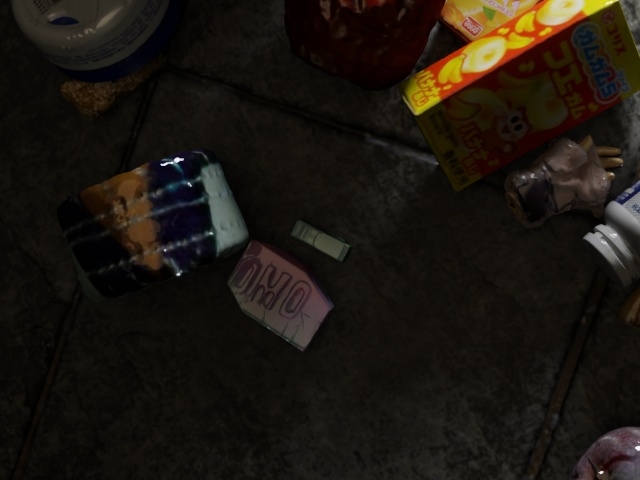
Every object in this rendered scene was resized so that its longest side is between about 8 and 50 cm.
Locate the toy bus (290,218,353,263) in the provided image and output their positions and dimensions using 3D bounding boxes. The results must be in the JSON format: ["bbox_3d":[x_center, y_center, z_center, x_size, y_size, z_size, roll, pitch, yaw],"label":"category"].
[{"bbox_3d":[0.000,0.000,1.492,0.083,0.037,0.031,28,93,9],"label":"toy bus"}]

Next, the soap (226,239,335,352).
[{"bbox_3d":[-0.056,0.066,1.492,0.149,0.056,0.100,33,92,8],"label":"soap"}]

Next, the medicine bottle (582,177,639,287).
[{"bbox_3d":[0.418,-0.031,1.382,0.191,0.107,0.107,-39,83,1],"label":"medicine bottle"}]

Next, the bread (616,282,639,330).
[{"bbox_3d":[0.436,0.086,1.412,0.135,0.054,0.154,-10,82,8],"label":"bread"}]

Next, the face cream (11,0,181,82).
[{"bbox_3d":[-0.294,-0.318,1.477,0.205,0.111,0.206,-6,69,16],"label":"face cream"}]

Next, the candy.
[{"bbox_3d":[0.249,-0.191,1.396,0.276,0.088,0.146,-28,126,6],"label":"candy"}]

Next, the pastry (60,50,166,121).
[{"bbox_3d":[-0.281,-0.225,1.533,0.140,0.056,0.080,-43,94,4],"label":"pastry"}]

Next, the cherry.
[{"bbox_3d":[0.386,0.309,1.376,0.176,0.140,0.176,-2,107,-7],"label":"cherry"}]

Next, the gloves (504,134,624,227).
[{"bbox_3d":[0.298,-0.074,1.417,0.144,0.094,0.111,-7,97,-12],"label":"gloves"}]

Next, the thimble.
[{"bbox_3d":[-0.205,-0.019,1.441,0.237,0.237,0.150,-20,90,8],"label":"thimble"}]

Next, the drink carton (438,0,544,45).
[{"bbox_3d":[0.254,-0.339,1.440,0.096,0.071,0.223,42,95,6],"label":"drink carton"}]

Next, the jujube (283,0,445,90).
[{"bbox_3d":[0.055,-0.313,1.404,0.212,0.213,0.232,26,99,9],"label":"jujube"}]
